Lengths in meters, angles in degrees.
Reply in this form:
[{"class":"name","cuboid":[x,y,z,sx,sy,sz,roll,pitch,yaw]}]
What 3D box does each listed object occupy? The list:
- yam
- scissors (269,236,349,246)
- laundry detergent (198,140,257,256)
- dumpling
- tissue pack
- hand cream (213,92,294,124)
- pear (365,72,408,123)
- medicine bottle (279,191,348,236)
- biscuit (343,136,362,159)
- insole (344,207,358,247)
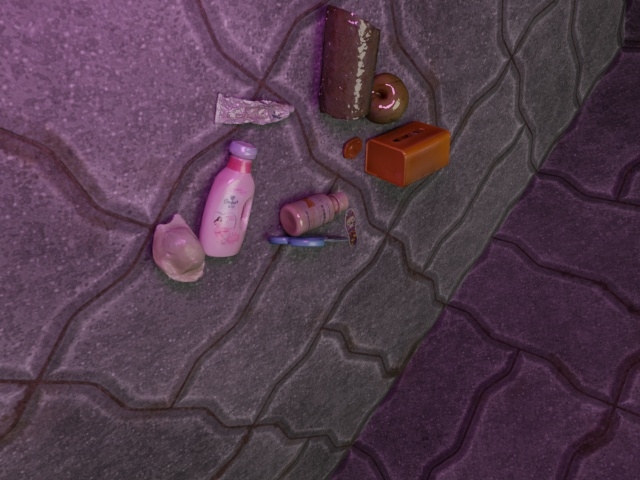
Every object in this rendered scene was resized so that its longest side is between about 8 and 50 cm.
[{"class":"yam","cuboid":[0.084,-0.526,1.461,0.168,0.168,0.304,-21,130,-38]},{"class":"scissors","cuboid":[0.000,0.000,1.765,0.447,0.193,0.029,-2,94,-61]},{"class":"laundry detergent","cuboid":[-0.257,-0.118,1.424,0.159,0.088,0.335,-4,117,-52]},{"class":"dumpling","cuboid":[-0.395,0.030,1.360,0.136,0.118,0.199,-20,102,-27]},{"class":"tissue pack","cuboid":[0.330,-0.329,1.840,0.274,0.194,0.145,-29,134,-33]},{"class":"hand cream","cuboid":[-0.176,-0.364,1.381,0.257,0.050,0.084,-11,126,-40]},{"class":"pear","cuboid":[0.214,-0.473,1.650,0.136,0.167,0.167,-1,117,-66]},{"class":"medicine bottle","cuboid":[-0.012,-0.101,1.684,0.252,0.114,0.114,-23,131,-37]},{"class":"biscuit","cuboid":[0.114,-0.325,1.751,0.091,0.015,0.078,-31,136,-31]},{"class":"insole","cuboid":[0.122,-0.047,1.959,0.065,0.004,0.197,-36,137,-26]}]
